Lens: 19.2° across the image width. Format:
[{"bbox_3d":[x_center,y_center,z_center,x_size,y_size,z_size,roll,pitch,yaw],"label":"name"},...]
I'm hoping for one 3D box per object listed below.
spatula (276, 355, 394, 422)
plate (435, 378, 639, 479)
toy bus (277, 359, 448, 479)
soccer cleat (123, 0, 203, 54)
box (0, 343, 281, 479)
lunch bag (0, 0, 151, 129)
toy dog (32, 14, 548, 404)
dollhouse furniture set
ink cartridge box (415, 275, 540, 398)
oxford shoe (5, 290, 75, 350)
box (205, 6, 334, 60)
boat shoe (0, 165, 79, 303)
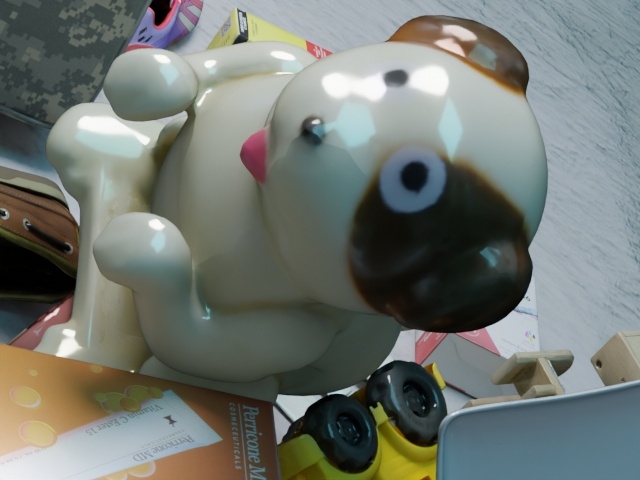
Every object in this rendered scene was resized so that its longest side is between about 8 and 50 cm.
[{"bbox_3d":[0.060,0.178,1.787,0.242,0.019,0.168,44,32,9],"label":"spatula"},{"bbox_3d":[0.205,0.237,1.589,0.277,0.278,0.045,-9,25,-24],"label":"plate"},{"bbox_3d":[0.041,0.233,1.609,0.220,0.149,0.211,-20,80,-51],"label":"toy bus"},{"bbox_3d":[-0.169,-0.256,2.027,0.083,0.095,0.248,36,33,-4],"label":"soccer cleat"},{"bbox_3d":[-0.210,0.201,1.278,0.345,0.168,0.215,13,33,-16],"label":"box"},{"bbox_3d":[-0.326,-0.269,1.786,0.305,0.212,0.256,23,19,-28],"label":"lunch bag"},{"bbox_3d":[0.000,0.000,1.399,0.395,0.408,0.285,22,64,-21],"label":"toy dog"},{"bbox_3d":[0.279,0.192,1.770,0.161,0.242,0.212,0,52,-41],"label":"dollhouse furniture set"},{"bbox_3d":[0.163,0.071,1.974,0.115,0.067,0.198,27,34,-17],"label":"ink cartridge box"},{"bbox_3d":[-0.130,0.071,1.619,0.348,0.123,0.130,-36,90,-35],"label":"oxford shoe"},{"bbox_3d":[-0.013,-0.167,2.080,0.232,0.087,0.058,23,35,-22],"label":"box"},{"bbox_3d":[-0.319,-0.010,1.559,0.307,0.111,0.104,4,45,-42],"label":"boat shoe"}]
